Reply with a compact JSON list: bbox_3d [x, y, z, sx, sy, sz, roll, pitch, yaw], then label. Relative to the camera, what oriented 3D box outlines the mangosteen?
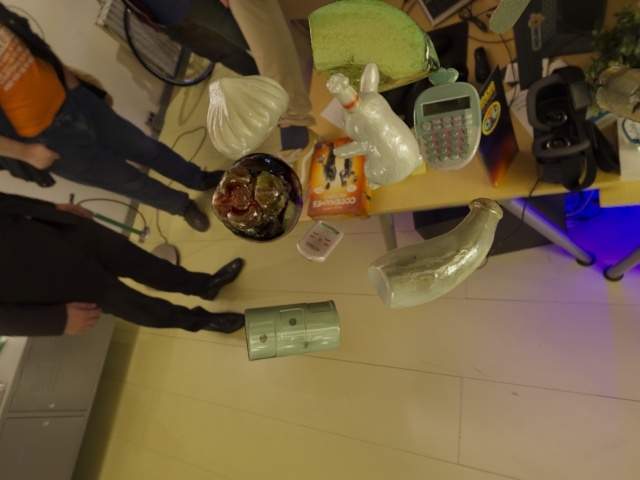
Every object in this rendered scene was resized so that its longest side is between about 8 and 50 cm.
[{"bbox_3d":[-0.135,-0.088,0.883,0.209,0.210,0.210,-13,65,29],"label":"mangosteen"}]

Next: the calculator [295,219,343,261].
[{"bbox_3d":[0.000,0.000,1.266,0.100,0.032,0.175,30,49,11],"label":"calculator"}]

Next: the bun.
[{"bbox_3d":[-0.230,-0.371,1.131,0.263,0.175,0.263,-30,37,27],"label":"bun"}]

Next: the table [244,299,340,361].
[{"bbox_3d":[-0.073,0.219,1.006,0.219,0.126,0.126,-4,62,-12],"label":"table"}]

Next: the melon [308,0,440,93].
[{"bbox_3d":[0.161,-0.506,1.138,0.343,0.331,0.226,4,57,31],"label":"melon"}]

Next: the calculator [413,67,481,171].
[{"bbox_3d":[0.364,-0.348,1.178,0.185,0.041,0.299,-5,88,22],"label":"calculator"}]

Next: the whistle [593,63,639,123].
[{"bbox_3d":[0.428,-0.149,0.474,0.057,0.068,0.326,-43,20,24],"label":"whistle"}]

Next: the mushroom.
[{"bbox_3d":[0.219,0.029,0.732,0.270,0.103,0.118,-31,64,1],"label":"mushroom"}]

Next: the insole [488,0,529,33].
[{"bbox_3d":[0.364,-0.448,0.713,0.188,0.064,0.004,122,166,-53],"label":"insole"}]

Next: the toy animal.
[{"bbox_3d":[0.098,-0.245,0.867,0.138,0.282,0.141,-5,49,51],"label":"toy animal"}]
